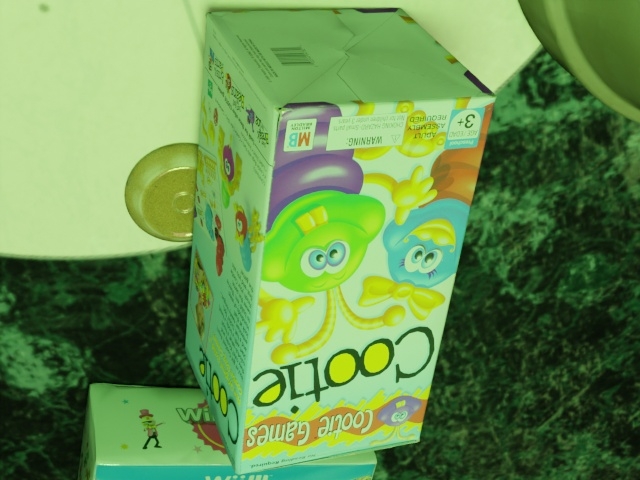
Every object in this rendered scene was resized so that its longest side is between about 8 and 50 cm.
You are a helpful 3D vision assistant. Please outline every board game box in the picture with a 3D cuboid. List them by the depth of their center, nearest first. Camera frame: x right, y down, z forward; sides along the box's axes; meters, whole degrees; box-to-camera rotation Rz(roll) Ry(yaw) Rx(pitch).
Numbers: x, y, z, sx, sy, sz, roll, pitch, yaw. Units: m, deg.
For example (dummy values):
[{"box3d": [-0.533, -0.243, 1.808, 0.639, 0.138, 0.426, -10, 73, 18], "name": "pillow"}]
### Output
[{"box3d": [0.000, 0.000, 0.736, 0.142, 0.144, 0.275, -6, 125, -21], "name": "board game box"}, {"box3d": [-0.098, 0.267, 0.931, 0.224, 0.097, 0.303, 3, 121, -15], "name": "board game box"}]

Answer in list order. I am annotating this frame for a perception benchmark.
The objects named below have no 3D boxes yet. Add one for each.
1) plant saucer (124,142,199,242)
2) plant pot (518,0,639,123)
[{"box3d": [-0.098, -0.030, 0.780, 0.083, 0.015, 0.083, -6, 124, -10], "name": "plant saucer"}, {"box3d": [0.303, -0.163, 0.626, 0.323, 0.280, 0.323, -6, 125, -8], "name": "plant pot"}]
